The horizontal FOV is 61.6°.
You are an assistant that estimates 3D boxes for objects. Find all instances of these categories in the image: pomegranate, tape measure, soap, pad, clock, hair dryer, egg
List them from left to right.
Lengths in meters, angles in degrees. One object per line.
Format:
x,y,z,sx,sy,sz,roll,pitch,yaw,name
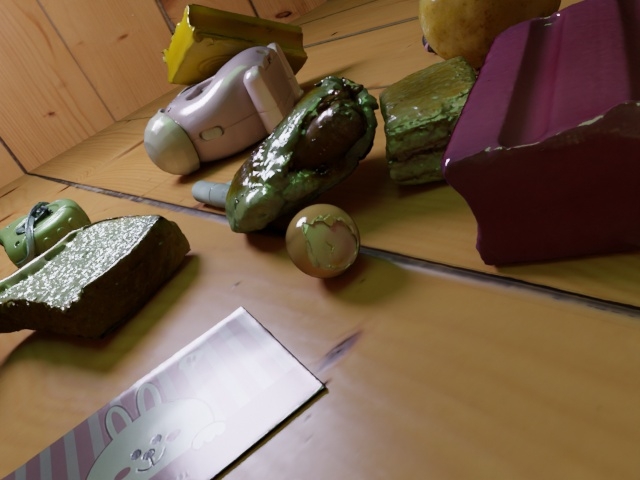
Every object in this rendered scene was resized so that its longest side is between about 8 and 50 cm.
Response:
-0.557,-0.014,1.082,0.175,0.106,0.200,-40,31,-18,tape measure
-0.158,0.179,0.481,0.300,0.005,0.202,-35,28,-16,pad
-0.224,-0.297,1.235,0.326,0.184,0.342,-23,21,18,clock
-0.214,-0.467,1.358,0.325,0.096,0.204,-3,-21,-35,soap
-0.122,-0.114,0.952,0.183,0.044,0.155,-35,28,-26,hair dryer
0.000,0.000,0.581,0.080,0.080,0.096,-35,15,-16,egg
0.283,-0.412,0.917,0.233,0.233,0.233,-21,27,11,pomegranate
0.275,-0.138,0.524,0.233,0.128,0.359,-10,30,33,soap

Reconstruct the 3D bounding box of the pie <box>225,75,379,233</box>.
-0.034,-0.120,0.758,0.274,0.105,0.257,-44,20,18,pie

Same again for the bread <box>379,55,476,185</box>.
0.148,-0.156,0.703,0.138,0.102,0.196,-19,28,20,bread

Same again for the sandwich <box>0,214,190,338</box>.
-0.338,0.052,0.785,0.251,0.087,0.226,-3,36,35,sandwich

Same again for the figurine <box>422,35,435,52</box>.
0.277,-0.435,1.145,0.072,0.054,0.129,-37,30,-29,figurine
